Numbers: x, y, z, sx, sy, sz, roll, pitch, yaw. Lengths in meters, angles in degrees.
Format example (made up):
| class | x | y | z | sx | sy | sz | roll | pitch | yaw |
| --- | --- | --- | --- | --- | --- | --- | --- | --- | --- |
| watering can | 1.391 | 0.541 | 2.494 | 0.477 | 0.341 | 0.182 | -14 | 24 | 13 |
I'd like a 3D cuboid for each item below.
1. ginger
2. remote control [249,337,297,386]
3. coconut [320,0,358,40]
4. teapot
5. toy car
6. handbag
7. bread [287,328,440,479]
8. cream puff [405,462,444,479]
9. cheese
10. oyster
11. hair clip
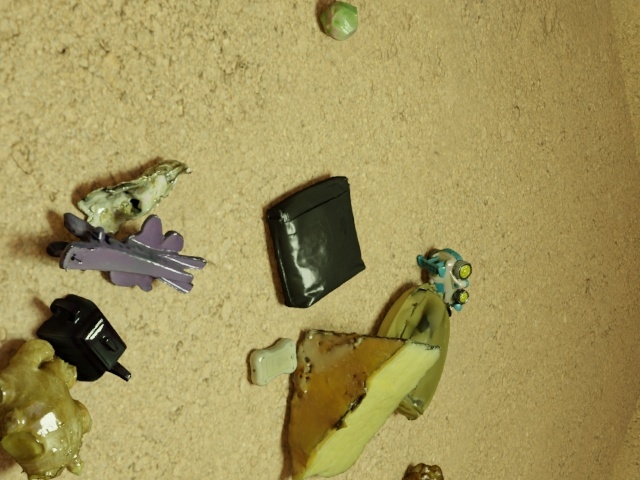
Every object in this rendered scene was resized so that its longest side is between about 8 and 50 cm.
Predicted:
| class | x | y | z | sx | sy | sz | roll | pitch | yaw |
| --- | --- | --- | --- | --- | --- | --- | --- | --- | --- |
| ginger | -0.402 | 0.260 | 1.219 | 0.157 | 0.102 | 0.216 | -72 | 144 | -62 |
| remote control | -0.094 | 0.241 | 1.674 | 0.122 | 0.032 | 0.074 | -16 | 106 | -52 |
| coconut | 0.040 | -0.454 | 1.741 | 0.082 | 0.081 | 0.083 | 154 | -52 | -86 |
| teapot | -0.346 | 0.153 | 1.282 | 0.087 | 0.096 | 0.177 | -55 | 133 | -33 |
| toy car | 0.305 | 0.104 | 2.130 | 0.098 | 0.126 | 0.162 | -15 | 117 | -28 |
| handbag | 0.000 | 0.000 | 1.732 | 0.247 | 0.080 | 0.223 | -30 | 117 | -48 |
| bread | 0.099 | 0.341 | 1.757 | 0.248 | 0.279 | 0.316 | 18 | 68 | -59 |
| cream puff | 0.261 | 0.619 | 2.137 | 0.122 | 0.094 | 0.116 | 55 | 52 | -70 |
| cheese | 0.225 | 0.249 | 2.026 | 0.316 | 0.128 | 0.259 | -64 | 148 | -20 |
| oyster | -0.307 | -0.071 | 1.362 | 0.199 | 0.061 | 0.106 | -14 | 126 | -49 |
| hair clip | -0.302 | 0.017 | 1.318 | 0.278 | 0.090 | 0.137 | 15 | 107 | -53 |
